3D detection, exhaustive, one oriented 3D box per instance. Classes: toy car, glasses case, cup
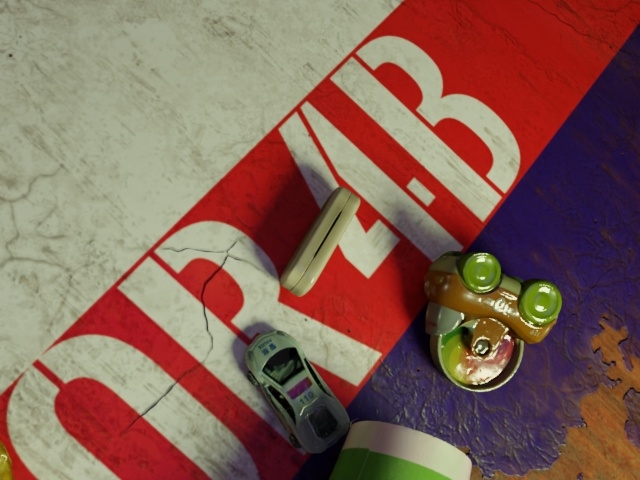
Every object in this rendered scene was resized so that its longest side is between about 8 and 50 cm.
[{"bbox_3d":[0.264,0.141,1.156,0.235,0.145,0.235,0,89,-10],"label":"toy car"},{"bbox_3d":[0.000,0.000,1.128,0.050,0.083,0.196,34,69,-8],"label":"glasses case"},{"bbox_3d":[-0.038,0.231,1.065,0.095,0.056,0.205,-33,87,-22],"label":"toy car"},{"bbox_3d":[0.092,0.413,0.962,0.253,0.253,0.274,26,62,-9],"label":"cup"}]

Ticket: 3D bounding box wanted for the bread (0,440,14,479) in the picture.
[{"bbox_3d":[-0.495,0.323,0.833,0.268,0.146,0.268,13,63,-28],"label":"bread"}]
